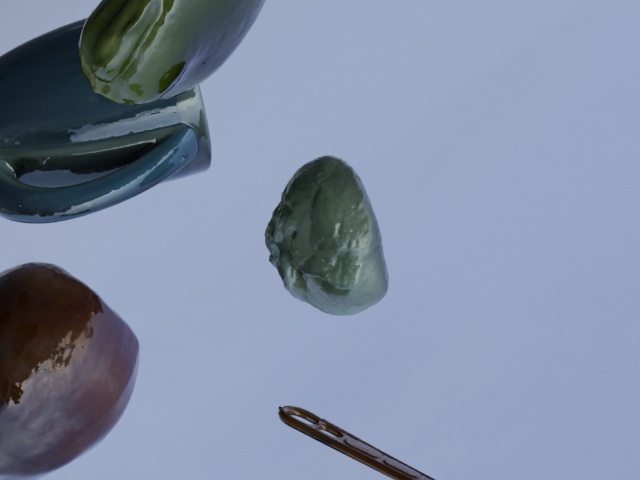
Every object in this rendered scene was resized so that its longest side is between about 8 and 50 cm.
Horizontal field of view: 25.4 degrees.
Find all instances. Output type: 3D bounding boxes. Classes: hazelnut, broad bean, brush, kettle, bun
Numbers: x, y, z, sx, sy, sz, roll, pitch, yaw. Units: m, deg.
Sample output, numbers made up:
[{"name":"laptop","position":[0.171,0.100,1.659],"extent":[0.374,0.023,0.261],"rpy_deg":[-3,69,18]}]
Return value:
[{"name":"hazelnut","position":[-0.472,0.222,2.353],"extent":[0.366,0.365,0.366],"rpy_deg":[-29,-155,15]},{"name":"broad bean","position":[-0.162,-0.264,1.642],"extent":[0.291,0.119,0.238],"rpy_deg":[-46,164,-28]},{"name":"brush","position":[0.092,0.215,1.250],"extent":[0.314,0.090,0.017],"rpy_deg":[25,-78,24]},{"name":"kettle","position":[-0.332,-0.148,1.908],"extent":[0.342,0.247,0.319],"rpy_deg":[-17,-138,-14]},{"name":"bun","position":[0.000,0.000,1.823],"extent":[0.127,0.212,0.204],"rpy_deg":[-18,-167,-16]}]
